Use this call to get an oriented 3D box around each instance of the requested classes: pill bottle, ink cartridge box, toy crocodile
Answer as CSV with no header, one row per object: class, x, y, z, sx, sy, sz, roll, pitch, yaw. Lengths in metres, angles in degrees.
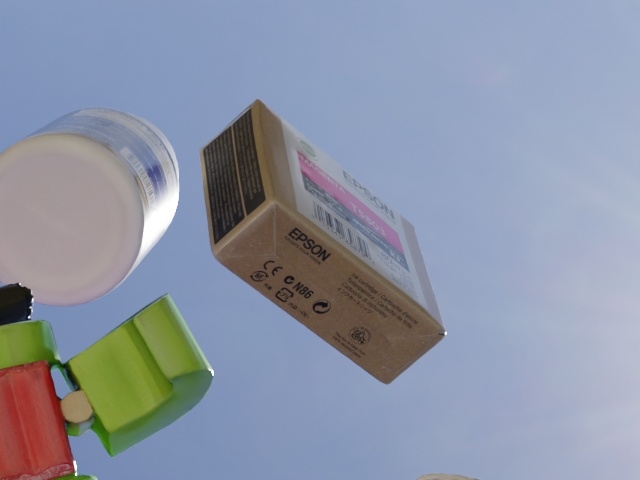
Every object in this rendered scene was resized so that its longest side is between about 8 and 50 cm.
pill bottle,-0.213,-0.040,1.657,0.153,0.153,0.264,-2,-169,6
ink cartridge box,0.000,0.000,1.723,0.088,0.235,0.193,-42,-150,20
toy crocodile,-0.218,0.112,0.893,0.341,0.115,0.105,-15,169,-11

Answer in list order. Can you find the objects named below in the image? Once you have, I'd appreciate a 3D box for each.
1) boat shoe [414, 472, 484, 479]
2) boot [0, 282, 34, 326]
boat shoe,0.172,0.253,1.410,0.258,0.084,0.095,16,-108,39
boot,-0.242,0.050,1.230,0.099,0.121,0.045,-13,-109,-35
